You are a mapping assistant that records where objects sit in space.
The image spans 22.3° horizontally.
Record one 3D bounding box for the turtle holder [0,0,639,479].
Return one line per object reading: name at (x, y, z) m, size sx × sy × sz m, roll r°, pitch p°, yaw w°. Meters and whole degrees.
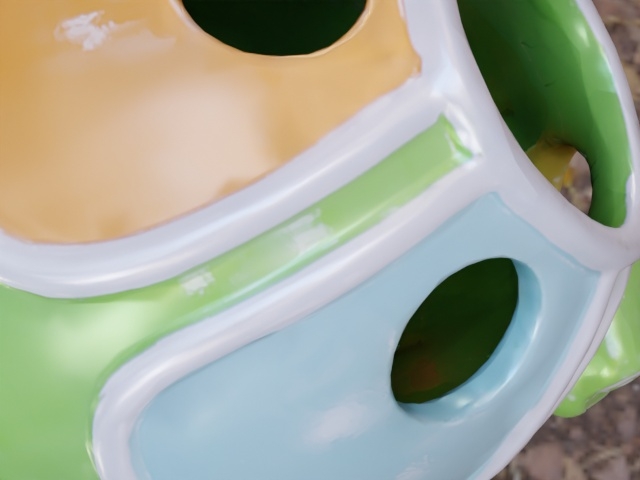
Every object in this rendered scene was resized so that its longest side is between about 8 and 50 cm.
turtle holder at (-0.006, 0.008, 0.539) m, size 0.227 × 0.320 × 0.243 m, roll -23°, pitch 31°, yaw 27°
